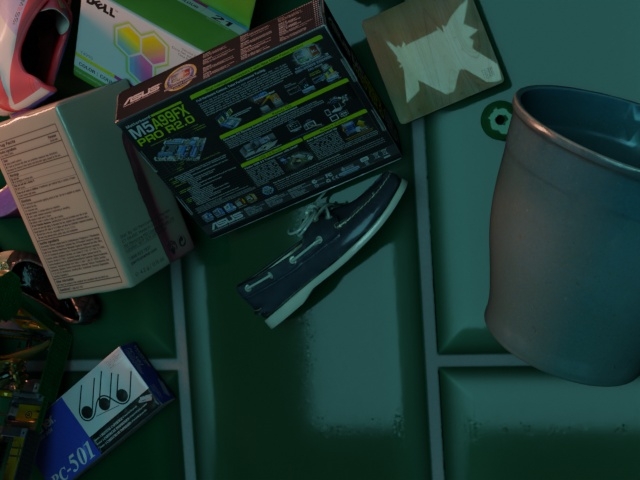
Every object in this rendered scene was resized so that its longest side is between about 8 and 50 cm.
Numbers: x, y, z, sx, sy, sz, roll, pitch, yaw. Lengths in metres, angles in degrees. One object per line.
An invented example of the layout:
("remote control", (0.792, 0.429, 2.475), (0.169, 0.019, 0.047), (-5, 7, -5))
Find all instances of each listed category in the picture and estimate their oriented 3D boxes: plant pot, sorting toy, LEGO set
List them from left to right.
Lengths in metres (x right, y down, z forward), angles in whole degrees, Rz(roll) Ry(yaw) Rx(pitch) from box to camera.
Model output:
("LEGO set", (-0.471, 0.192, 1.315), (0.192, 0.255, 0.331), (3, 74, 16))
("sorting toy", (0.132, -0.231, 1.233), (0.132, 0.046, 0.274), (-22, 88, 17))
("plant pot", (0.296, 0.002, 1.106), (0.271, 0.271, 0.255), (22, 115, 14))

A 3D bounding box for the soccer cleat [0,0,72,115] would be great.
("soccer cleat", (-0.349, -0.309, 1.297), (0.116, 0.108, 0.318), (-4, 70, 35))

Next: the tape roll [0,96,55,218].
("tape roll", (-0.432, -0.121, 1.388), (0.189, 0.080, 0.189), (1, 95, 17))

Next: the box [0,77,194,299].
("box", (-0.281, -0.061, 1.279), (0.148, 0.127, 0.232), (-10, 106, 38))

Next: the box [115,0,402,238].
("box", (-0.068, -0.134, 1.221), (0.270, 0.060, 0.216), (-23, 132, 15))

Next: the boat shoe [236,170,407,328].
("boat shoe", (0.000, 0.000, 1.268), (0.079, 0.095, 0.254), (44, 113, -3))

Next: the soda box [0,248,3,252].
("soda box", (-0.524, 0.047, 1.441), (0.169, 0.053, 0.060), (-40, 83, 15))

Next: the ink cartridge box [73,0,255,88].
("ink cartridge box", (-0.182, -0.276, 1.236), (0.189, 0.097, 0.255), (30, 134, 12))

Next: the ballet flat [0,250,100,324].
("ballet flat", (-0.372, 0.060, 1.399), (0.173, 0.049, 0.057), (26, 100, 13))

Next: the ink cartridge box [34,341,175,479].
("ink cartridge box", (-0.302, 0.237, 1.394), (0.207, 0.046, 0.097), (-40, 81, 16))
